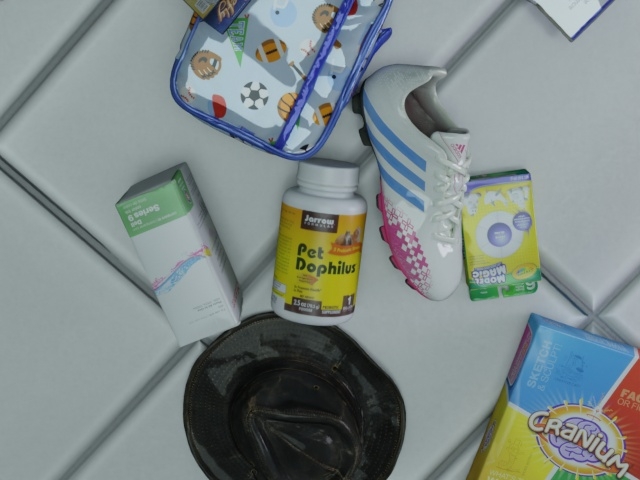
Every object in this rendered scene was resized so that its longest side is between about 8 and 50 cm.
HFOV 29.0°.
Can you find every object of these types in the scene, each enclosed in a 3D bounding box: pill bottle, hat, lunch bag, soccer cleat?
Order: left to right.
[{"bbox_3d":[-0.042,-0.267,1.610,0.243,0.115,0.303,26,93,-3],"label":"lunch bag"},{"bbox_3d":[-0.040,0.272,1.732,0.331,0.134,0.331,0,102,0],"label":"hat"},{"bbox_3d":[0.000,0.000,1.681,0.117,0.117,0.215,6,102,-2],"label":"pill bottle"},{"bbox_3d":[0.146,-0.075,1.646,0.143,0.116,0.331,-8,105,40],"label":"soccer cleat"}]

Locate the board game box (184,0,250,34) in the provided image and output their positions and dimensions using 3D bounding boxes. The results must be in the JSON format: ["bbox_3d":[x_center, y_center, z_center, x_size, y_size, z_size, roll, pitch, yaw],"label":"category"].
[{"bbox_3d":[-0.140,-0.386,1.550,0.165,0.243,0.042,-49,141,9],"label":"board game box"}]

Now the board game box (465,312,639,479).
[{"bbox_3d":[0.362,0.290,1.778,0.242,0.064,0.316,18,102,-5],"label":"board game box"}]

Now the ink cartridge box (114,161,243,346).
[{"bbox_3d":[-0.185,0.017,1.664,0.093,0.154,0.212,-24,102,4],"label":"ink cartridge box"}]

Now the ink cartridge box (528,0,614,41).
[{"bbox_3d":[0.324,-0.474,1.611,0.303,0.072,0.307,-45,101,7],"label":"ink cartridge box"}]

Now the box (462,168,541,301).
[{"bbox_3d":[0.248,-0.003,1.724,0.105,0.043,0.179,-8,104,1],"label":"box"}]
